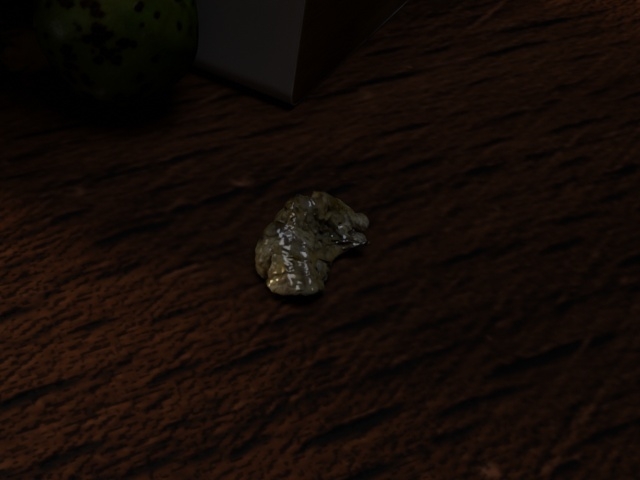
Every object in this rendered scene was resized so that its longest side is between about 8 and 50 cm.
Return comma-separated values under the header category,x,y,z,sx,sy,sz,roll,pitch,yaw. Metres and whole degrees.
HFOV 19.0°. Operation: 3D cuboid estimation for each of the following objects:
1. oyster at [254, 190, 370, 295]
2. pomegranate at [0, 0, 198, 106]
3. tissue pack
category,x,y,z,sx,sy,sz,roll,pitch,yaw
oyster,0.000,0.000,1.157,0.080,0.038,0.083,3,33,-16
pomegranate,-0.153,-0.142,1.267,0.161,0.122,0.122,-14,29,18
tissue pack,-0.020,-0.229,1.383,0.136,0.159,0.246,20,36,16
